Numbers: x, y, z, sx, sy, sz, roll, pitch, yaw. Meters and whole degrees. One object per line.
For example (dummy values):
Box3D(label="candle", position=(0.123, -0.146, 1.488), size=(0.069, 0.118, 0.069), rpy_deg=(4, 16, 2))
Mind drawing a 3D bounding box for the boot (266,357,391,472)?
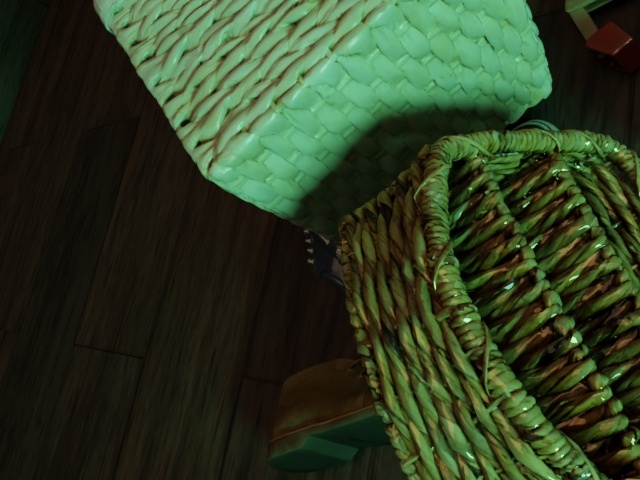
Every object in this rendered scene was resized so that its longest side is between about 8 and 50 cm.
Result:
Box3D(label="boot", position=(0.056, 0.173, 0.714), size=(0.305, 0.112, 0.115), rpy_deg=(-27, 45, 33))

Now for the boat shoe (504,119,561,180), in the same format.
Box3D(label="boat shoe", position=(0.154, -0.011, 0.699), size=(0.306, 0.105, 0.113), rpy_deg=(-52, 47, 11))

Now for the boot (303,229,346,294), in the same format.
Box3D(label="boot", position=(0.000, 0.000, 0.855), size=(0.190, 0.069, 0.086), rpy_deg=(33, 92, 43))

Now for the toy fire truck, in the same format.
Box3D(label="toy fire truck", position=(0.324, -0.288, 0.708), size=(0.135, 0.047, 0.192), rpy_deg=(-50, 42, 23))

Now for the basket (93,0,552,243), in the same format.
Box3D(label="basket", position=(0.020, -0.207, 0.651), size=(0.328, 0.331, 0.266), rpy_deg=(-40, 62, 13))

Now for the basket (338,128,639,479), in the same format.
Box3D(label="basket", position=(0.165, 0.053, 0.457), size=(0.223, 0.213, 0.299), rpy_deg=(-36, 53, 28))
